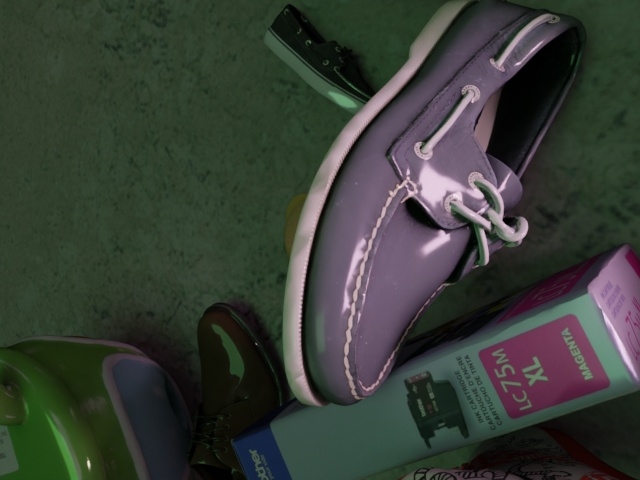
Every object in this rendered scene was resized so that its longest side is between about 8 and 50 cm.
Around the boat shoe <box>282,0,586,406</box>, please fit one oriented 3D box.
[{"bbox_3d":[0.080,-0.039,0.386,0.098,0.320,0.116,11,146,30],"label":"boat shoe"}]

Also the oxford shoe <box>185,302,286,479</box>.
[{"bbox_3d":[-0.085,0.174,0.609,0.082,0.096,0.228,-16,85,34],"label":"oxford shoe"}]

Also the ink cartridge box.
[{"bbox_3d":[0.072,0.102,0.449,0.311,0.185,0.065,-34,79,30],"label":"ink cartridge box"}]

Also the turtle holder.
[{"bbox_3d":[-0.225,0.240,0.626,0.320,0.227,0.243,42,114,20],"label":"turtle holder"}]

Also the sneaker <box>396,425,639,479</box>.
[{"bbox_3d":[0.097,0.164,0.389,0.144,0.270,0.090,4,81,-7],"label":"sneaker"}]

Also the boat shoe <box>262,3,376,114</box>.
[{"bbox_3d":[0.005,-0.153,0.543,0.142,0.049,0.040,44,115,23],"label":"boat shoe"}]

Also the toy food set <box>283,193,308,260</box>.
[{"bbox_3d":[0.000,0.000,0.579,0.083,0.020,0.083,8,100,30],"label":"toy food set"}]
